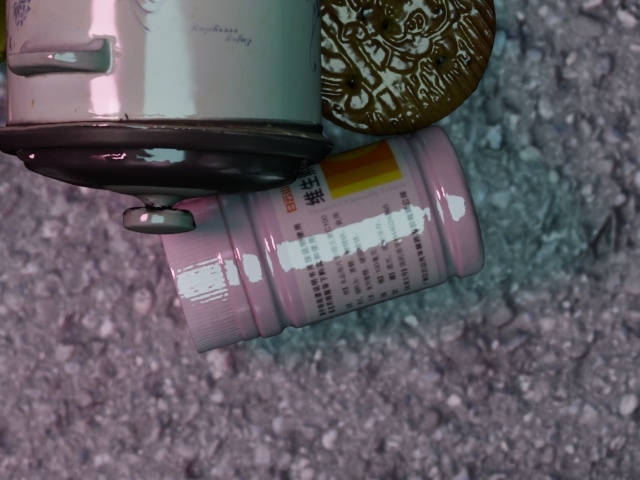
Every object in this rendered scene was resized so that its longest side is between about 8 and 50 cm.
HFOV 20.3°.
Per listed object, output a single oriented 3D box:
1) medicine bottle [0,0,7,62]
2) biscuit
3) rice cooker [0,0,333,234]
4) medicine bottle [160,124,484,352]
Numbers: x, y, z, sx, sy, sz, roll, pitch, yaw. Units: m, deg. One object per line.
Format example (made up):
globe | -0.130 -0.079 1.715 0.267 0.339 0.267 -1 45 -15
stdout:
medicine bottle | -0.359 -0.171 1.412 0.238 0.124 0.124 -15 101 -4
biscuit | 0.057 -0.180 1.500 0.187 0.027 0.188 -1 99 -6
rice cooker | -0.119 -0.152 1.365 0.264 0.316 0.317 1 102 33
medicine bottle | 0.000 0.000 1.473 0.249 0.133 0.133 -17 101 -1
